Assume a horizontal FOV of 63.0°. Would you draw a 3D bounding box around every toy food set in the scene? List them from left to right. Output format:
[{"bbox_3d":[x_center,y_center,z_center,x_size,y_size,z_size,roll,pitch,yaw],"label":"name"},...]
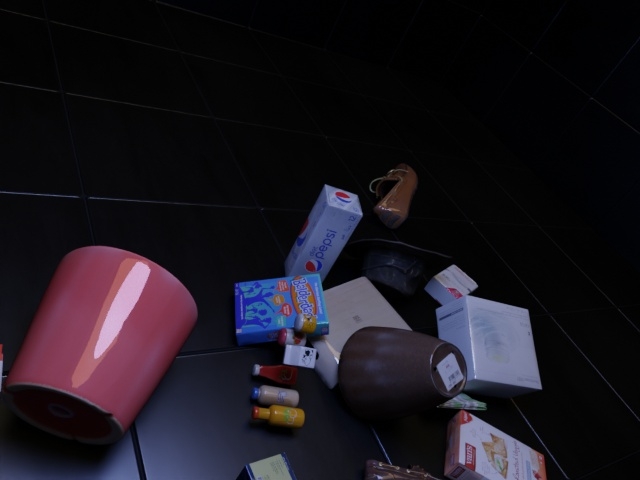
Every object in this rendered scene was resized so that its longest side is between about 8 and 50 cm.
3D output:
[{"bbox_3d":[-0.083,0.265,1.097,0.104,0.111,0.232,15,72,-21],"label":"toy food set"},{"bbox_3d":[0.078,0.227,1.324,0.306,0.092,0.220,-17,55,-37],"label":"toy food set"}]

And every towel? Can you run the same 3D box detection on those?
[{"bbox_3d":[0.316,0.385,1.284,0.152,0.023,0.113,12,0,-26],"label":"towel"}]

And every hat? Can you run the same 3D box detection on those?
[{"bbox_3d":[0.216,0.093,1.510,0.331,0.331,0.134,13,76,-24],"label":"hat"}]

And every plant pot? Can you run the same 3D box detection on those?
[{"bbox_3d":[-0.377,0.187,0.886,0.274,0.275,0.243,24,45,-9],"label":"plant pot"},{"bbox_3d":[0.192,0.282,1.123,0.215,0.230,0.216,11,71,-33],"label":"plant pot"}]

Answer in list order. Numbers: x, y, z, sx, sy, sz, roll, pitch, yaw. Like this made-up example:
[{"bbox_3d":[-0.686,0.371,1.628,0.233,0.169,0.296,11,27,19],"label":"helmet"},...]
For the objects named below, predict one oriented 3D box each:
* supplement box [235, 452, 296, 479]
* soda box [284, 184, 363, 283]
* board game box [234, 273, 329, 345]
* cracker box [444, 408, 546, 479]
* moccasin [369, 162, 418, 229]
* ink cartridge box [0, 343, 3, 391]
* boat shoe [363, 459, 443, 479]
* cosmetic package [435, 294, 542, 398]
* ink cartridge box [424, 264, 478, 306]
[{"bbox_3d":[-0.092,0.440,0.933,0.083,0.056,0.083,-1,45,-38],"label":"supplement box"},{"bbox_3d":[0.000,0.000,1.362,0.098,0.286,0.091,15,37,-18],"label":"soda box"},{"bbox_3d":[-0.094,0.159,1.228,0.210,0.047,0.160,-6,42,-6],"label":"board game box"},{"bbox_3d":[0.402,0.514,1.197,0.232,0.067,0.156,29,33,-1],"label":"cracker box"},{"bbox_3d":[0.267,-0.188,1.955,0.147,0.139,0.380,35,43,-8],"label":"moccasin"},{"bbox_3d":[-0.575,0.216,0.885,0.062,0.029,0.115,5,42,-32],"label":"ink cartridge box"},{"bbox_3d":[0.185,0.489,1.062,0.206,0.073,0.073,18,38,-18],"label":"boat shoe"},{"bbox_3d":[0.445,0.288,1.398,0.224,0.138,0.225,14,61,-23],"label":"cosmetic package"},{"bbox_3d":[0.422,0.151,1.682,0.109,0.063,0.150,44,36,21],"label":"ink cartridge box"}]
